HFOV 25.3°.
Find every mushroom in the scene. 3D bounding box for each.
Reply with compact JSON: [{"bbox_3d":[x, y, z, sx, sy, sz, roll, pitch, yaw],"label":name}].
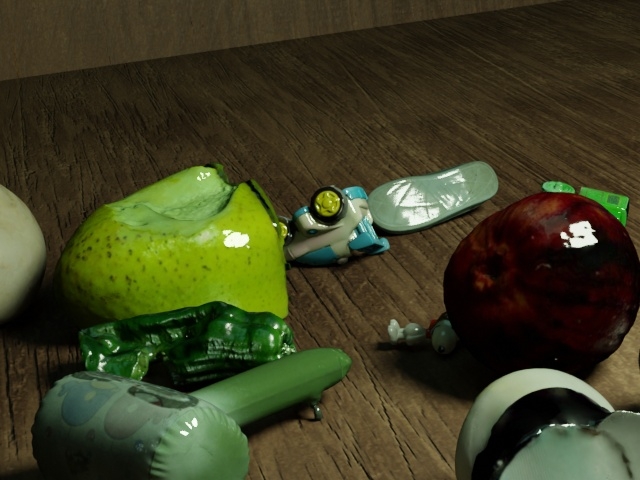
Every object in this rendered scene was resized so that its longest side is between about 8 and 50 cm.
[{"bbox_3d":[-0.443,0.032,1.769,0.206,0.209,0.206,22,21,-9],"label":"mushroom"}]

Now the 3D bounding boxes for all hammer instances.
[{"bbox_3d":[-0.091,0.163,1.350,0.206,0.118,0.336,11,18,41],"label":"hammer"}]

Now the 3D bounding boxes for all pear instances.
[{"bbox_3d":[-0.201,0.019,1.724,0.293,0.159,0.292,-7,20,3],"label":"pear"}]

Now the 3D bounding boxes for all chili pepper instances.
[{"bbox_3d":[-0.147,0.113,1.546,0.253,0.083,0.099,-5,27,15],"label":"chili pepper"}]

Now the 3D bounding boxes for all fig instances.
[{"bbox_3d":[0.258,0.060,1.463,0.250,0.204,0.186,21,39,-32],"label":"fig"}]

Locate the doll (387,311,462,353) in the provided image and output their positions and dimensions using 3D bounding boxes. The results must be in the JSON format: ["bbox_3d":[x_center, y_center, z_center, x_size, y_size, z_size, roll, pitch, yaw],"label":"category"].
[{"bbox_3d":[0.120,0.101,1.563,0.085,0.040,0.058,8,33,35],"label":"doll"}]

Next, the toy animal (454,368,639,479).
[{"bbox_3d":[0.196,0.183,1.165,0.166,0.138,0.179,12,8,-9],"label":"toy animal"}]

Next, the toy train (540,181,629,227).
[{"bbox_3d":[0.309,0.000,1.746,0.119,0.085,0.251,14,26,10],"label":"toy train"}]

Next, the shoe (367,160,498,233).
[{"bbox_3d":[0.152,-0.054,1.985,0.195,0.079,0.078,-20,-14,-15],"label":"shoe"}]

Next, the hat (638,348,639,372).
[{"bbox_3d":[0.347,0.146,1.330,0.146,0.067,0.146,11,52,-14],"label":"hat"}]

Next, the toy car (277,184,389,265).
[{"bbox_3d":[0.000,0.000,1.850,0.161,0.098,0.126,-31,-14,11],"label":"toy car"}]
